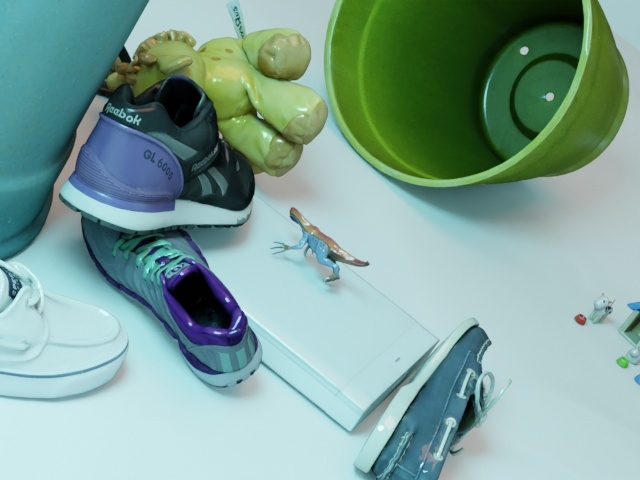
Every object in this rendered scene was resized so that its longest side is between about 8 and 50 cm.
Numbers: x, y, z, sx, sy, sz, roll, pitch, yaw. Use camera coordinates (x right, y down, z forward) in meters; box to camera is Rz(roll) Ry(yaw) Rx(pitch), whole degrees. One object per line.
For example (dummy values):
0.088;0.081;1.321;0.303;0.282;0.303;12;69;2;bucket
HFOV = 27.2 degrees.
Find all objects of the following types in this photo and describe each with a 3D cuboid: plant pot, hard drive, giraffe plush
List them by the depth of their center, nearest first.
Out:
-0.290;-0.209;1.055;0.341;0.334;0.341;29;33;-21;plant pot
-0.045;0.043;1.282;0.307;0.040;0.203;38;26;11;hard drive
-0.121;-0.161;1.399;0.170;0.181;0.210;-12;65;-42;giraffe plush
0.249;-0.227;1.789;0.366;0.366;0.353;47;17;27;plant pot

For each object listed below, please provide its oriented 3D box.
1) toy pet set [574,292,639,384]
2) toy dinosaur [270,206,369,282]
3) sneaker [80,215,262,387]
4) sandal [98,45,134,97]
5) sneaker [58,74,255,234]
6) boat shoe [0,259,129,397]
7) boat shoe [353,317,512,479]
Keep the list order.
0.397;0.108;1.629;0.114;0.065;0.122;-3;43;-50;toy pet set
0.000;0.000;1.287;0.047;0.090;0.082;1;70;-71;toy dinosaur
-0.128;0.021;1.133;0.083;0.098;0.224;-38;67;-20;sneaker
-0.232;-0.196;1.466;0.219;0.060;0.090;26;26;-14;sandal
-0.115;-0.083;1.187;0.107;0.124;0.283;26;14;14;sneaker
-0.244;0.058;0.979;0.258;0.084;0.095;4;37;-44;boat shoe
0.113;0.150;1.205;0.079;0.095;0.254;35;27;9;boat shoe
